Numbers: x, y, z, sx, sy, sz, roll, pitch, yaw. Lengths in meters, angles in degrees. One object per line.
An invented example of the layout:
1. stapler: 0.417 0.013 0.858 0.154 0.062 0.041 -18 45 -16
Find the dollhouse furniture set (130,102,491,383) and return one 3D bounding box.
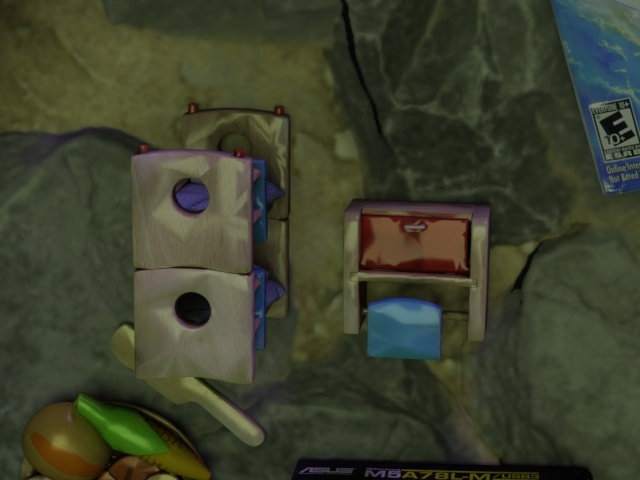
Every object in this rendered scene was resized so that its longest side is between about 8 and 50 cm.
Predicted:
1. dollhouse furniture set: 0.000 0.000 0.945 0.184 0.129 0.129 2 106 8

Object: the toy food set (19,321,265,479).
1. toy food set: -0.134 0.159 1.054 0.132 0.038 0.192 36 107 -4

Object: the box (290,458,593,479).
1. box: 0.075 0.231 1.046 0.184 0.045 0.190 0 106 10

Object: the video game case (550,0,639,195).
1. video game case: 0.245 -0.167 0.869 0.270 0.061 0.244 -12 103 26
